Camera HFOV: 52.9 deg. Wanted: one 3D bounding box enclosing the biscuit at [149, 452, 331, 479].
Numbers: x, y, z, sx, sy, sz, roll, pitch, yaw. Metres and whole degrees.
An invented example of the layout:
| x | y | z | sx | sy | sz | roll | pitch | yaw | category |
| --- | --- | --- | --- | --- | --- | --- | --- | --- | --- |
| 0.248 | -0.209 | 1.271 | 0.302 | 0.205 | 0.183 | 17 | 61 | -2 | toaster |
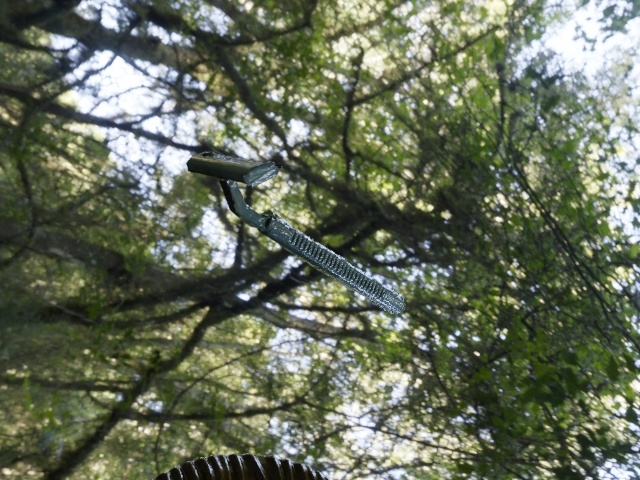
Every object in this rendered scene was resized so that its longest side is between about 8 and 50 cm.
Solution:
| x | y | z | sx | sy | sz | roll | pitch | yaw | category |
| --- | --- | --- | --- | --- | --- | --- | --- | --- | --- |
| -0.056 | 0.325 | 0.520 | 0.040 | 0.318 | 0.317 | 118 | -35 | -45 | biscuit |

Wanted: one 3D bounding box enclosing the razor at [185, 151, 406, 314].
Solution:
| x | y | z | sx | sy | sz | roll | pitch | yaw | category |
| --- | --- | --- | --- | --- | --- | --- | --- | --- | --- |
| -0.003 | 0.007 | 0.477 | 0.084 | 0.211 | 0.036 | 18 | -108 | 52 | razor |
